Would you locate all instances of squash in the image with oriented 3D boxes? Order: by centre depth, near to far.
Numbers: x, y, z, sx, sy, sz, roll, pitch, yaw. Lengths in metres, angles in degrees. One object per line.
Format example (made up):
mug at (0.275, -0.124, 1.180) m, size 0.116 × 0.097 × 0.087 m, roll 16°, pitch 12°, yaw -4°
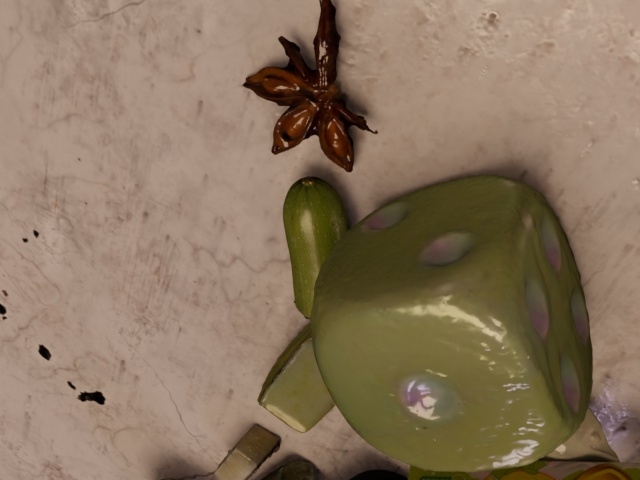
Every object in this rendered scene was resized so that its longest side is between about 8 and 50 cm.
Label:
squash at (0.000, 0.000, 0.956) m, size 0.095 × 0.095 × 0.188 m, roll 5°, pitch 120°, yaw 21°

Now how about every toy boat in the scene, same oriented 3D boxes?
toy boat at (-0.016, 0.205, 1.108) m, size 0.111 × 0.084 × 0.276 m, roll 34°, pitch 129°, yaw -5°

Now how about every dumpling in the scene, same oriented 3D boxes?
dumpling at (0.306, 0.266, 1.000) m, size 0.169 × 0.100 × 0.134 m, roll 28°, pitch 133°, yaw 2°

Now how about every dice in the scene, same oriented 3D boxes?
dice at (0.152, 0.091, 0.845) m, size 0.254 × 0.250 × 0.252 m, roll -12°, pitch 117°, yaw 30°

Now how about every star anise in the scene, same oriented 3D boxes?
star anise at (-0.021, -0.164, 0.867) m, size 0.157 × 0.053 × 0.212 m, roll -8°, pitch 121°, yaw 28°

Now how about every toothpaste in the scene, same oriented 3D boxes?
toothpaste at (0.265, 0.345, 0.941) m, size 0.327 × 0.110 × 0.077 m, roll -5°, pitch 131°, yaw 22°

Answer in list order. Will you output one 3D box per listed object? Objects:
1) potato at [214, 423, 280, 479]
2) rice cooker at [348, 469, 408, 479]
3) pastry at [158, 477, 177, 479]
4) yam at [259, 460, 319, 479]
potato at (-0.131, 0.381, 1.288) m, size 0.061 × 0.086 × 0.122 m, roll 43°, pitch 132°, yaw 8°
rice cooker at (0.081, 0.504, 1.179) m, size 0.280 × 0.241 × 0.227 m, roll 14°, pitch 140°, yaw -30°
pastry at (-0.274, 0.572, 1.394) m, size 0.133 × 0.265 × 0.265 m, roll -34°, pitch 110°, yaw -4°
yam at (-0.102, 0.479, 1.335) m, size 0.093 × 0.093 × 0.259 m, roll 40°, pitch 129°, yaw -7°
